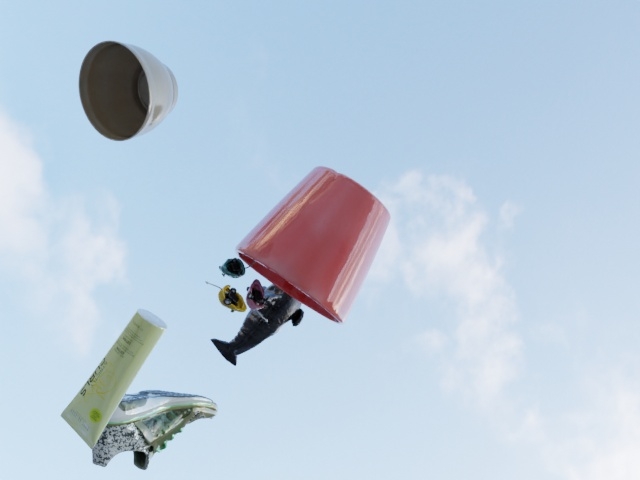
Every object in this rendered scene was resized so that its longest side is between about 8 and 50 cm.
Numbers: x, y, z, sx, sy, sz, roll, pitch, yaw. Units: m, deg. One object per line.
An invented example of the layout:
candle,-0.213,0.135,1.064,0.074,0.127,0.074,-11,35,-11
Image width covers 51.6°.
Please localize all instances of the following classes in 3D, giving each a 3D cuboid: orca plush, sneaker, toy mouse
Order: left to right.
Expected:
sneaker,-0.427,0.474,1.661,0.158,0.410,0.182,-1,-99,37
toy mouse,-0.153,0.086,1.278,0.031,0.143,0.161,-30,-62,31
orca plush,-0.142,0.159,1.592,0.151,0.287,0.102,48,-18,33

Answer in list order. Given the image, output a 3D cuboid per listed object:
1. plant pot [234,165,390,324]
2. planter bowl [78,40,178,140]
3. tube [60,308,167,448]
plant pot,0.000,0.000,1.357,0.274,0.275,0.243,32,-100,12
planter bowl,-0.314,-0.255,1.128,0.162,0.109,0.162,8,-73,28
tube,-0.352,0.231,1.132,0.062,0.070,0.240,34,-88,-23
